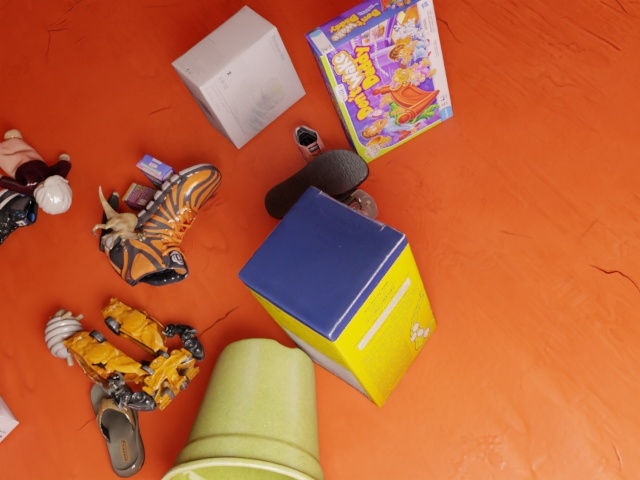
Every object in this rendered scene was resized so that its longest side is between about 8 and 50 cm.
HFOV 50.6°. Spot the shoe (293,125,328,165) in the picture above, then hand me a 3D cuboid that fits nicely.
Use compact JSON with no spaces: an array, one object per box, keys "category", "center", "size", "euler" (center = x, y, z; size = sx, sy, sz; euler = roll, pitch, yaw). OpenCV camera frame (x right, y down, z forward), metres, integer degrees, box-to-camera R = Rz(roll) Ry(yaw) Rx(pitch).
[{"category":"shoe","center":[-0.005,-0.179,1.504],"size":[0.063,0.081,0.178],"euler":[-32,56,-2]}]

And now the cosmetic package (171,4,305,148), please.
[{"category":"cosmetic package","center":[-0.185,-0.381,1.598],"size":[0.225,0.224,0.138],"euler":[-42,56,-8]}]

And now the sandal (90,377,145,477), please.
[{"category":"sandal","center":[-0.406,0.359,1.331],"size":[0.090,0.060,0.219],"euler":[-27,54,2]}]

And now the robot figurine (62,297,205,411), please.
[{"category":"robot figurine","center":[-0.368,0.233,1.366],"size":[0.291,0.085,0.211],"euler":[25,55,30]}]

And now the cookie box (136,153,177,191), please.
[{"category":"cookie box","center":[-0.367,-0.144,1.590],"size":[0.092,0.107,0.040],"euler":[29,73,30]}]

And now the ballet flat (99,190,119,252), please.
[{"category":"ballet flat","center":[-0.496,-0.042,1.618],"size":[0.049,0.057,0.173],"euler":[10,56,-22]}]

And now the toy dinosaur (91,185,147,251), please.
[{"category":"toy dinosaur","center":[-0.447,-0.032,1.477],"size":[0.183,0.053,0.092],"euler":[40,74,24]}]

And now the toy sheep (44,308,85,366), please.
[{"category":"toy sheep","center":[-0.547,0.207,1.456],"size":[0.091,0.091,0.132],"euler":[-22,61,5]}]

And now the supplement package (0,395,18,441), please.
[{"category":"supplement package","center":[-0.795,0.322,1.398],"size":[0.145,0.204,0.262],"euler":[-46,57,-9]}]

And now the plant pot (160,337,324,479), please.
[{"category":"plant pot","center":[-0.109,0.318,1.156],"size":[0.276,0.276,0.253],"euler":[-7,48,15]}]

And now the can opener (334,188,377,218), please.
[{"category":"can opener","center":[0.000,0.000,1.417],"size":[0.283,0.076,0.095],"euler":[-42,24,-8]}]

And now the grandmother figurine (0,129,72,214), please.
[{"category":"grandmother figurine","center":[-0.733,-0.173,1.728],"size":[0.208,0.104,0.342],"euler":[-32,51,-27]}]

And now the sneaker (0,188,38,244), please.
[{"category":"sneaker","center":[-0.785,-0.034,1.683],"size":[0.121,0.079,0.216],"euler":[8,63,23]}]

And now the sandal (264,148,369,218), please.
[{"category":"sandal","center":[-0.008,-0.124,1.460],"size":[0.255,0.054,0.097],"euler":[-21,81,27]}]

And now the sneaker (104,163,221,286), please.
[{"category":"sneaker","center":[-0.316,-0.015,1.503],"size":[0.321,0.124,0.180],"euler":[-43,60,4]}]

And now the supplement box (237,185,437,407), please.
[{"category":"supplement box","center":[0.047,0.106,1.149],"size":[0.194,0.356,0.195],"euler":[30,73,30]}]

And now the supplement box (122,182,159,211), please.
[{"category":"supplement box","center":[-0.422,-0.099,1.620],"size":[0.083,0.043,0.055],"euler":[17,67,27]}]

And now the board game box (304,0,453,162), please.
[{"category":"board game box","center":[0.133,-0.333,1.389],"size":[0.233,0.347,0.078],"euler":[-29,56,1]}]
